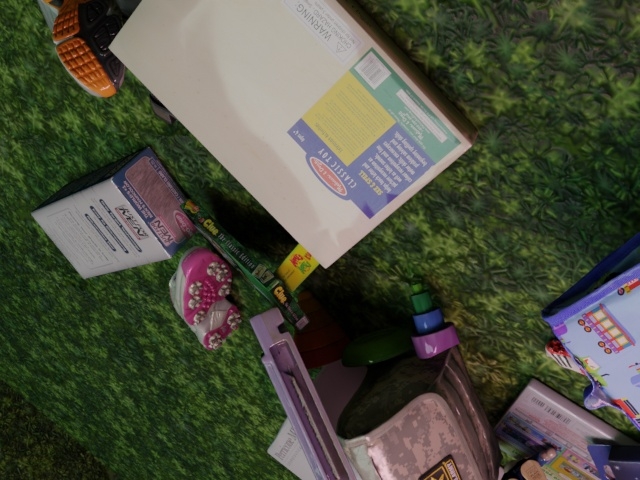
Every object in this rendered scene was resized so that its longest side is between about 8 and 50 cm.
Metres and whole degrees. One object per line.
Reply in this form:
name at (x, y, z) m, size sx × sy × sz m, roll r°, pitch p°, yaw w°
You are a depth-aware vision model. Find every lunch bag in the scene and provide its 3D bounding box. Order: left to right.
lunch bag at (0.146, 0.310, 1.195) m, size 0.169 × 0.287 × 0.235 m, roll -19°, pitch 103°, yaw 26°
lunch bag at (0.384, 0.093, 0.819) m, size 0.221 × 0.138 × 0.293 m, roll 47°, pitch 118°, yaw 0°

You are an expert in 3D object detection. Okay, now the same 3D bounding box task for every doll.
doll at (0.308, 0.359, 1.251) m, size 0.046 × 0.129 × 0.189 m, roll 46°, pitch 177°, yaw 14°

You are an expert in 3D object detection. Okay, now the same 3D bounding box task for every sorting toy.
sorting toy at (0.062, 0.125, 1.308) m, size 0.365 × 0.127 × 0.126 m, roll -15°, pitch 94°, yaw 52°

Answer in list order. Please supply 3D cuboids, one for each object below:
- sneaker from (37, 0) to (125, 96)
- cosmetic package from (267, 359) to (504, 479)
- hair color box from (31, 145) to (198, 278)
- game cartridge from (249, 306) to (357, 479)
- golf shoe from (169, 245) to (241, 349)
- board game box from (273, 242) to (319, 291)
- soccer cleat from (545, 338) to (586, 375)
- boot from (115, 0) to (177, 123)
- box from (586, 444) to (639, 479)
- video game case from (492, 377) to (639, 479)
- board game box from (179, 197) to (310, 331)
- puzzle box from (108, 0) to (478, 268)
sneaker at (-0.340, -0.299, 1.190) m, size 0.121 × 0.099 × 0.262 m, roll 91°, pitch 154°, yaw -65°
cosmetic package at (0.146, 0.423, 1.474) m, size 0.453 × 0.161 × 0.230 m, roll 36°, pitch 144°, yaw 9°
hair color box at (-0.382, -0.041, 1.523) m, size 0.347 × 0.105 × 0.174 m, roll -11°, pitch 120°, yaw 49°
game cartridge at (-0.018, 0.273, 1.243) m, size 0.355 × 0.068 × 0.230 m, roll 65°, pitch 169°, yaw 4°
golf shoe at (-0.233, 0.091, 1.500) m, size 0.140 × 0.115 × 0.306 m, roll 39°, pitch 156°, yaw 21°
board game box at (0.000, 0.000, 1.222) m, size 0.043 × 0.092 × 0.181 m, roll 41°, pitch 144°, yaw -1°
soccer cleat at (0.347, 0.166, 1.131) m, size 0.083 × 0.029 × 0.036 m, roll 28°, pitch 151°, yaw 23°
boot at (-0.185, -0.260, 1.123) m, size 0.263 × 0.091 × 0.229 m, roll 19°, pitch 139°, yaw 32°
box at (0.495, 0.340, 1.139) m, size 0.225 × 0.036 × 0.136 m, roll -10°, pitch 121°, yaw 38°
video game case at (0.380, 0.318, 1.263) m, size 0.212 × 0.023 × 0.193 m, roll 31°, pitch 143°, yaw 12°
board game box at (-0.124, 0.037, 1.330) m, size 0.259 × 0.030 × 0.136 m, roll 40°, pitch 166°, yaw 37°
puzzle box at (-0.041, -0.187, 1.020) m, size 0.409 × 0.052 × 0.272 m, roll 46°, pitch 122°, yaw -6°
